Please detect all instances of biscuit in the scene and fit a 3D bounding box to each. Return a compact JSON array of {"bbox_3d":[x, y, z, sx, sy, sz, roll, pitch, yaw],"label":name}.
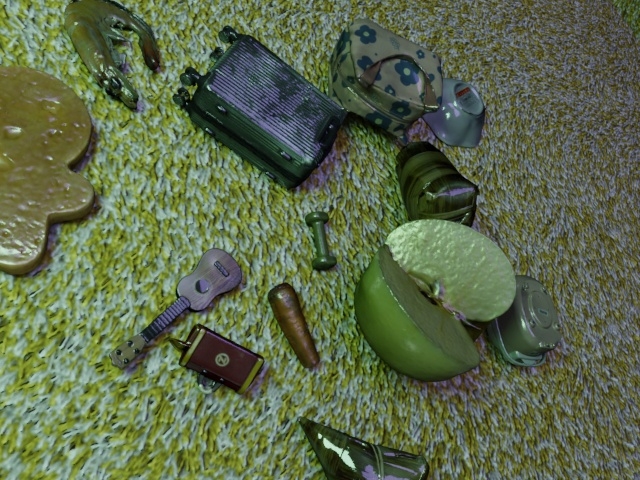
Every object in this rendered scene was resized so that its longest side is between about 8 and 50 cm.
[{"bbox_3d":[-0.501,-0.123,0.802,0.275,0.052,0.355,12,64,-24],"label":"biscuit"}]

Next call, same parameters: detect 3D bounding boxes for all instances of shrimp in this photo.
[{"bbox_3d":[-0.385,-0.369,0.968,0.173,0.058,0.253,-30,84,-42],"label":"shrimp"}]

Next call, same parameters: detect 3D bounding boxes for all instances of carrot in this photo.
[{"bbox_3d":[-0.049,0.156,0.926,0.055,0.055,0.161,-21,88,-33],"label":"carrot"}]

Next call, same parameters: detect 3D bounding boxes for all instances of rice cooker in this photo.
[{"bbox_3d":[0.455,0.177,1.134,0.145,0.127,0.206,10,57,-23],"label":"rice cooker"}]

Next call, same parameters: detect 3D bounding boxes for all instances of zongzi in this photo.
[{"bbox_3d":[0.038,0.448,0.832,0.241,0.111,0.248,19,67,1],"label":"zongzi"},{"bbox_3d":[0.258,-0.057,1.152,0.134,0.288,0.286,-11,35,1],"label":"zongzi"}]

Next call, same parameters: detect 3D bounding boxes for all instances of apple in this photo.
[{"bbox_3d":[0.198,0.117,0.961,0.258,0.233,0.295,36,57,8],"label":"apple"}]

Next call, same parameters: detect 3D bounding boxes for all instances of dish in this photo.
[{"bbox_3d":[0.371,-0.360,1.338,0.229,0.081,0.229,10,65,-23],"label":"dish"}]

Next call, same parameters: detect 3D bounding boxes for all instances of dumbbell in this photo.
[{"bbox_3d":[0.000,0.000,1.016,0.052,0.046,0.118,3,68,-32],"label":"dumbbell"}]

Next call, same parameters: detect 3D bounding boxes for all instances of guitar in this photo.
[{"bbox_3d":[-0.241,0.116,0.845,0.084,0.038,0.271,47,54,-3],"label":"guitar"}]

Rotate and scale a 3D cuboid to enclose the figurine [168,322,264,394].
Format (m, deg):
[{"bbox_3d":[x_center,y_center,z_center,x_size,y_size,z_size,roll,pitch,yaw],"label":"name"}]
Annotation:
[{"bbox_3d":[-0.182,0.200,0.830,0.154,0.082,0.098,29,79,-14],"label":"figurine"}]

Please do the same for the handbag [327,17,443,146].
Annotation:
[{"bbox_3d":[0.142,-0.346,1.140,0.251,0.190,0.193,18,51,-18],"label":"handbag"}]

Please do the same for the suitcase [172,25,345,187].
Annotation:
[{"bbox_3d":[-0.114,-0.263,1.015,0.312,0.128,0.202,34,58,-11],"label":"suitcase"}]
